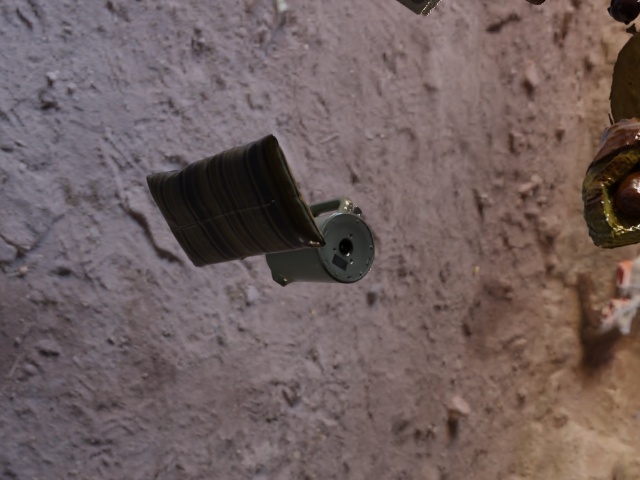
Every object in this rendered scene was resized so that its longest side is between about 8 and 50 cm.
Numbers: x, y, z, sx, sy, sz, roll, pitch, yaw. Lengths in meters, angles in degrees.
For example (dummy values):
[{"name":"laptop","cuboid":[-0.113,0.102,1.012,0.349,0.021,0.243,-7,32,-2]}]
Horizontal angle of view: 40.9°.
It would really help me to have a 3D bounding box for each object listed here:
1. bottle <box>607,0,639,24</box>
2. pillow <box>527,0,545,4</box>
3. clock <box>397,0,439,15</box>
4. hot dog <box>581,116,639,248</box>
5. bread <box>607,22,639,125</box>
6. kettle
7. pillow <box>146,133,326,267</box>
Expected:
[{"name":"bottle","cuboid":[0.381,-0.310,1.056,0.063,0.047,0.101,66,38,-61]},{"name":"pillow","cuboid":[0.250,-0.474,1.210,0.084,0.236,0.223,-75,-174,-68]},{"name":"clock","cuboid":[0.162,-0.538,1.487,0.262,0.231,0.116,24,33,-34]},{"name":"hot dog","cuboid":[0.384,-0.091,1.014,0.093,0.123,0.262,95,19,-46]},{"name":"bread","cuboid":[0.640,-0.201,1.307,0.215,0.398,0.398,-23,120,-18]},{"name":"kettle","cuboid":[-0.005,0.001,1.221,0.098,0.148,0.127,-1,87,-34]},{"name":"pillow","cuboid":[-0.086,-0.030,0.813,0.038,0.203,0.113,-38,108,-39]}]
